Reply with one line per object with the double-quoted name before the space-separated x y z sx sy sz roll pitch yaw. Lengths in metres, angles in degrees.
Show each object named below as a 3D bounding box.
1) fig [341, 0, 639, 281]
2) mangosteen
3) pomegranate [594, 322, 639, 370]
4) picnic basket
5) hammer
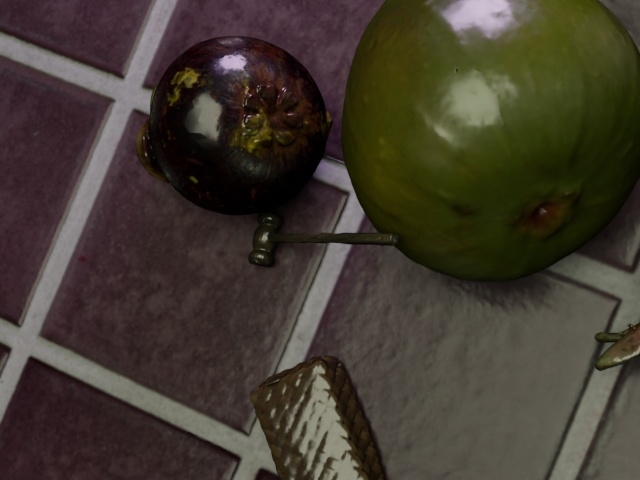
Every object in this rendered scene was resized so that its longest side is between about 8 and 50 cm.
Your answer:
"fig" 0.156 -0.133 1.216 0.316 0.316 0.316 -3 81 17
"mangosteen" -0.102 -0.120 1.350 0.217 0.192 0.192 2 80 56
"pomegranate" 0.359 0.064 1.177 0.224 0.181 0.181 -45 71 23
"picnic basket" -0.001 0.219 1.320 0.110 0.055 0.193 -25 74 12
"hammer" 0.000 0.000 1.265 0.029 0.292 0.058 13 85 -27
